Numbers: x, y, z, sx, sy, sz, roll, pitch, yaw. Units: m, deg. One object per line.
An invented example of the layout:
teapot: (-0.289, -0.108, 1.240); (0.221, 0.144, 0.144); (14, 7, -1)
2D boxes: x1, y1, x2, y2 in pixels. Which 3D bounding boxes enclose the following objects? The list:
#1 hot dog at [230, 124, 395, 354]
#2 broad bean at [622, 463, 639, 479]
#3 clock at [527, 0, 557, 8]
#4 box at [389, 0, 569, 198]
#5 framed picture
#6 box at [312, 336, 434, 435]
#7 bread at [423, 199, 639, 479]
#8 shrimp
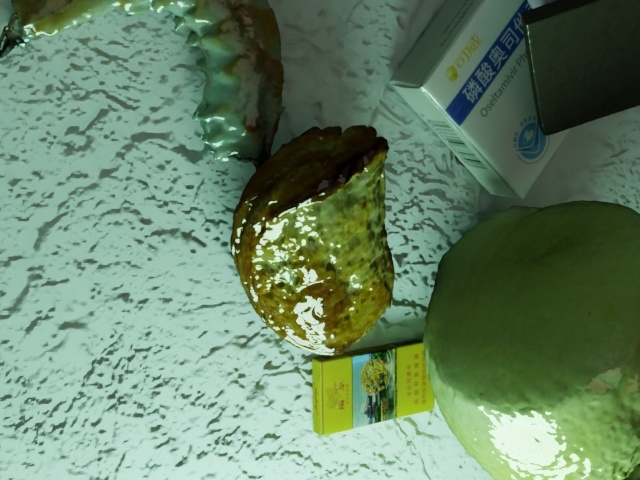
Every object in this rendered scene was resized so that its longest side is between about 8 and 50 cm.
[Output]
hot dog: (-0.002, -0.003, 1.176); (0.175, 0.114, 0.259); (-36, 143, -28)
broad bean: (0.398, 0.317, 1.525); (0.339, 0.061, 0.077); (-52, 133, -13)
clock: (0.369, -0.344, 1.268); (0.322, 0.113, 0.296); (2, 98, -31)
box: (0.245, -0.242, 1.315); (0.200, 0.065, 0.343); (43, 76, -30)
framed picture: (0.282, -0.190, 1.219); (0.127, 0.023, 0.168); (-18, 141, 4)
box: (0.061, 0.161, 1.306); (0.155, 0.023, 0.087); (-8, 107, -30)
bread: (0.260, 0.114, 1.255); (0.320, 0.320, 0.237); (-54, 128, -12)
shrimp: (-0.137, -0.192, 1.083); (0.287, 0.068, 0.185); (22, 89, -33)
